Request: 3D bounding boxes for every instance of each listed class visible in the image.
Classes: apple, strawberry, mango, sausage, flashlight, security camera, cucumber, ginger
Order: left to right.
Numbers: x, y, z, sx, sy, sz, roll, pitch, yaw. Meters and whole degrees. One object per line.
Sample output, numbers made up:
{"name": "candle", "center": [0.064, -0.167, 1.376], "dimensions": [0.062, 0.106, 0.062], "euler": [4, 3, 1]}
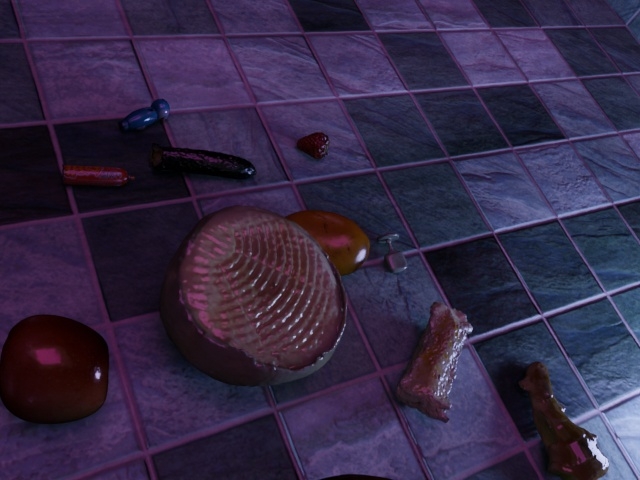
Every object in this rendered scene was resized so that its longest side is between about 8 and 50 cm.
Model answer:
{"name": "apple", "center": [-0.432, 0.209, 1.026], "dimensions": [0.168, 0.181, 0.181], "euler": [6, 57, -17]}
{"name": "sausage", "center": [-0.466, -0.134, 1.323], "dimensions": [0.145, 0.048, 0.050], "euler": [1, 21, -24]}
{"name": "flashlight", "center": [-0.405, -0.287, 1.448], "dimensions": [0.129, 0.051, 0.051], "euler": [-31, 75, -30]}
{"name": "cucumber", "center": [-0.259, -0.177, 1.425], "dimensions": [0.245, 0.067, 0.067], "euler": [4, 57, -18]}
{"name": "strawberry", "center": [-0.017, -0.241, 1.571], "dimensions": [0.083, 0.073, 0.073], "euler": [18, 52, 8]}
{"name": "mango", "center": [0.000, 0.000, 1.390], "dimensions": [0.219, 0.112, 0.144], "euler": [17, 57, -7]}
{"name": "security camera", "center": [0.169, 0.033, 1.487], "dimensions": [0.058, 0.058, 0.092], "euler": [-3, 72, -25]}
{"name": "ginger", "center": [0.526, 0.397, 1.376], "dimensions": [0.131, 0.086, 0.294], "euler": [-10, 56, -3]}

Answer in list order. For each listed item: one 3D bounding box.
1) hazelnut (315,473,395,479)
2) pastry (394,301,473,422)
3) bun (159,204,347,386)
{"name": "hazelnut", "center": [0.048, 0.527, 0.921], "dimensions": [0.421, 0.352, 0.421], "euler": [-6, 20, 2]}
{"name": "pastry", "center": [0.242, 0.251, 1.342], "dimensions": [0.121, 0.089, 0.258], "euler": [31, 51, -7]}
{"name": "bun", "center": [-0.137, 0.120, 1.198], "dimensions": [0.364, 0.202, 0.364], "euler": [16, 50, -20]}
